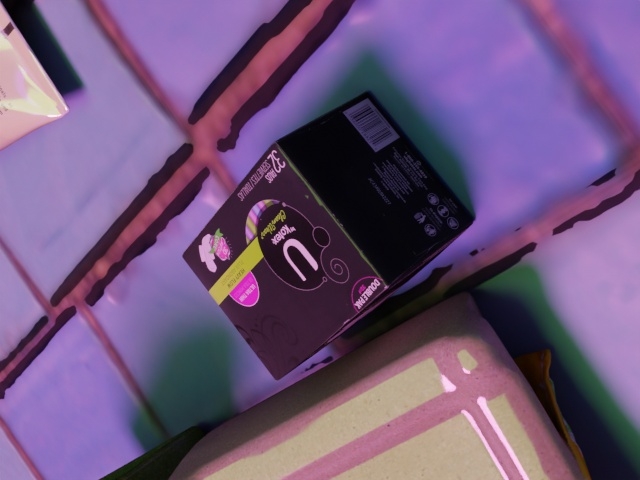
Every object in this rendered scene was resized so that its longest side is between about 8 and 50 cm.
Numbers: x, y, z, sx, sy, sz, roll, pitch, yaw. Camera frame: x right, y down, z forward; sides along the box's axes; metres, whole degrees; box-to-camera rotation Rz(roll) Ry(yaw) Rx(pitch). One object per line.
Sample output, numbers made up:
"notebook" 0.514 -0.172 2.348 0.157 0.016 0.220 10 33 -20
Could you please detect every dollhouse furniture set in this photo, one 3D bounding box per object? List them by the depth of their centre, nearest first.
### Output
"dollhouse furniture set" 0.006 0.161 0.461 0.301 0.151 0.198 -31 86 21

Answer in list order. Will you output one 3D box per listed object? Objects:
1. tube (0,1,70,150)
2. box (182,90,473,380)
"tube" -0.209 -0.058 0.566 0.070 0.062 0.240 23 147 -31
"box" 0.000 0.000 0.390 0.062 0.052 0.083 52 139 6
